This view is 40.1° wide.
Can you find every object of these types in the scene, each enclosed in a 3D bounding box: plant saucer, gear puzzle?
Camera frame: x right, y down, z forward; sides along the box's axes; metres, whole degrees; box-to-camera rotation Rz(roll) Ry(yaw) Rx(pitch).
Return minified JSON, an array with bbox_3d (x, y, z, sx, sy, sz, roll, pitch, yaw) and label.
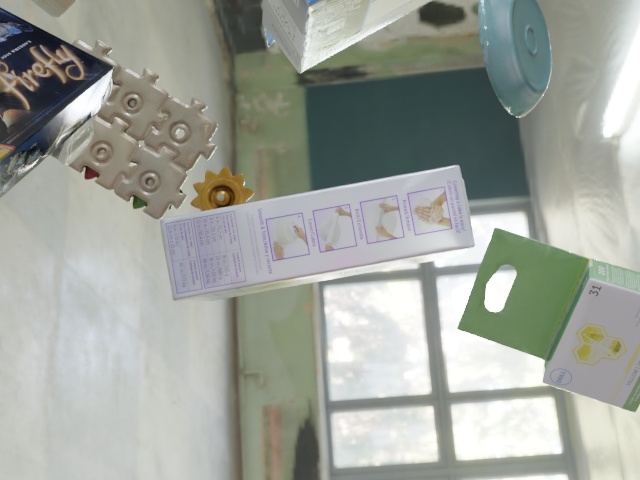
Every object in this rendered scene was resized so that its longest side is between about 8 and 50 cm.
[{"bbox_3d":[0.164,-0.162,0.718,0.119,0.021,0.119,14,72,-53],"label":"plant saucer"},{"bbox_3d":[-0.234,-0.132,1.212,0.175,0.339,0.044,-59,175,0],"label":"gear puzzle"}]

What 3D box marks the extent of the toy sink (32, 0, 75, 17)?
[{"bbox_3d":[-0.212,-0.319,0.706,0.153,0.131,0.234,40,29,-28],"label":"toy sink"}]

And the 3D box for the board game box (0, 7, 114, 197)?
[{"bbox_3d":[-0.250,-0.088,0.526,0.042,0.165,0.243,-60,-175,31],"label":"board game box"}]

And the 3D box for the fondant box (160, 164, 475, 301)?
[{"bbox_3d":[0.000,0.000,1.039,0.238,0.330,0.096,55,24,-85],"label":"fondant box"}]

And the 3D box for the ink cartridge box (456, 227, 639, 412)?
[{"bbox_3d":[0.297,0.097,1.058,0.056,0.235,0.171,-66,171,-56],"label":"ink cartridge box"}]

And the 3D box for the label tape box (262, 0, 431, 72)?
[{"bbox_3d":[0.057,-0.327,1.098,0.115,0.249,0.348,59,-7,6],"label":"label tape box"}]

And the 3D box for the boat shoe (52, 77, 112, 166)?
[{"bbox_3d":[-0.202,-0.105,0.710,0.046,0.038,0.125,-53,-174,-31],"label":"boat shoe"}]
